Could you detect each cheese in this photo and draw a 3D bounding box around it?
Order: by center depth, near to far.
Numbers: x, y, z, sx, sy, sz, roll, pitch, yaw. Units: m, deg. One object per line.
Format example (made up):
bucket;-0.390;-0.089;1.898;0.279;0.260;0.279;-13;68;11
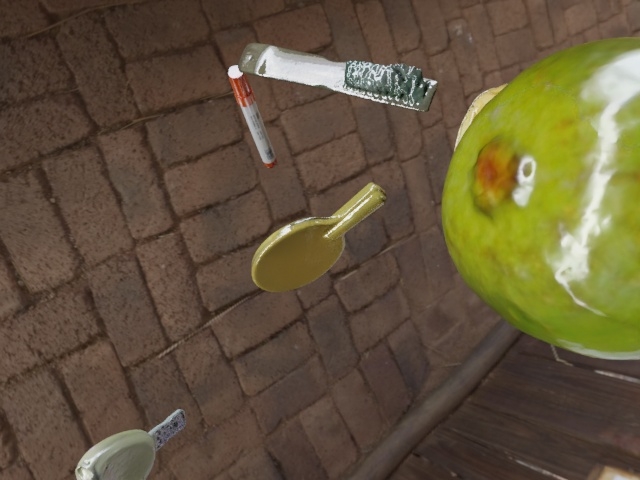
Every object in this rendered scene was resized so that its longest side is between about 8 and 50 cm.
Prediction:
cheese;-0.240;0.283;0.716;0.192;0.037;0.097;-26;116;-65

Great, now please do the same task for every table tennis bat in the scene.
table tennis bat;0.000;0.000;1.073;0.321;0.050;0.198;-40;143;13

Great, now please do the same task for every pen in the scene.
pen;-0.106;-0.191;0.871;0.028;0.028;0.239;-58;160;-18

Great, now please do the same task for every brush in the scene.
brush;0.007;-0.149;0.471;0.034;0.190;0.027;-67;158;-9

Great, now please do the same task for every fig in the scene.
fig;0.277;-0.025;0.457;0.326;0.258;0.258;11;87;-12

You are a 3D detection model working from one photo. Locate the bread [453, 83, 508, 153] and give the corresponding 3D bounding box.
bread;0.336;-0.144;0.929;0.133;0.179;0.250;21;76;-46
